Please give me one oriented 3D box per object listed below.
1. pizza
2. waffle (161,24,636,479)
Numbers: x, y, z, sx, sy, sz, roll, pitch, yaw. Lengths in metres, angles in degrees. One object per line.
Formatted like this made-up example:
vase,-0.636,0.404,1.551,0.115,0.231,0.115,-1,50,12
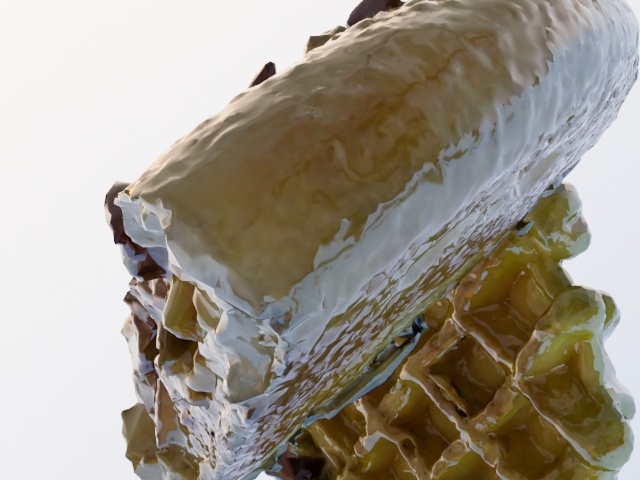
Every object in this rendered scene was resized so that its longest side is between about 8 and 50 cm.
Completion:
pizza,0.000,0.000,0.464,0.228,0.081,0.289,-53,169,30
waffle,0.025,0.054,0.705,0.283,0.309,0.065,-3,-174,43
